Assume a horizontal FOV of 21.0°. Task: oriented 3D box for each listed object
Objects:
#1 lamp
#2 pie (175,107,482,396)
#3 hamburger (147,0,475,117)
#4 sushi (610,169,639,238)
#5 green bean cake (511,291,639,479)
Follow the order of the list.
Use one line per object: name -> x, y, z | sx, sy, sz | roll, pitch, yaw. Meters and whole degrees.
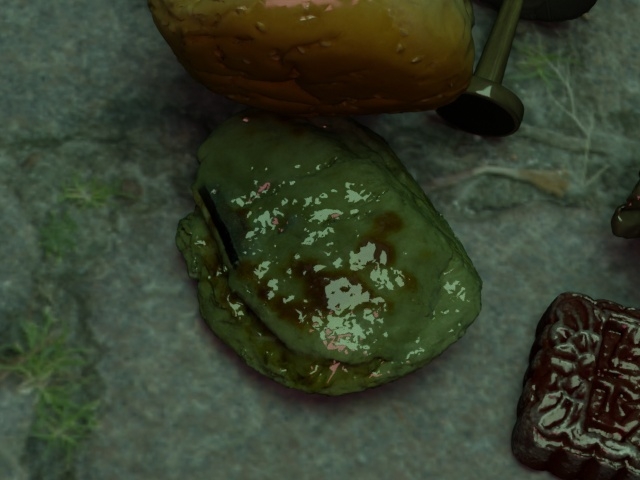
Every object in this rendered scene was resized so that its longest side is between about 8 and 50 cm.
lamp -> 0.157, -0.191, 1.368 | 0.121, 0.121, 0.214 | 19, 69, 2
pie -> 0.000, 0.000, 1.250 | 0.201, 0.090, 0.248 | -26, 64, -20
hamburger -> -0.011, -0.177, 1.203 | 0.244, 0.244, 0.163 | 1, 84, -8
sushi -> 0.352, -0.045, 1.265 | 0.238, 0.225, 0.218 | 9, 43, -42
green bean cake -> 0.213, 0.112, 1.240 | 0.136, 0.056, 0.135 | 17, 61, 0
